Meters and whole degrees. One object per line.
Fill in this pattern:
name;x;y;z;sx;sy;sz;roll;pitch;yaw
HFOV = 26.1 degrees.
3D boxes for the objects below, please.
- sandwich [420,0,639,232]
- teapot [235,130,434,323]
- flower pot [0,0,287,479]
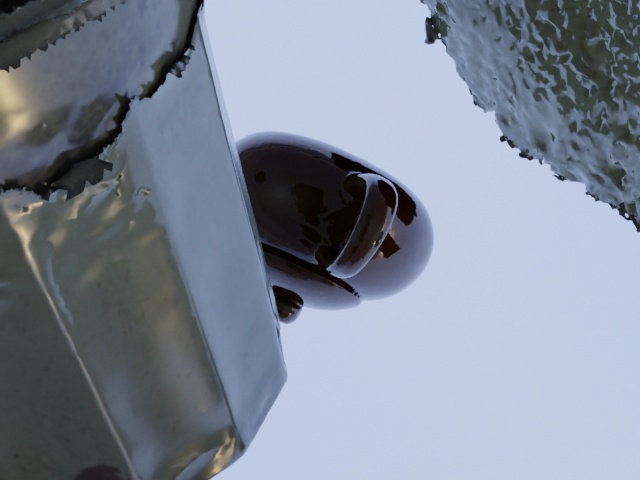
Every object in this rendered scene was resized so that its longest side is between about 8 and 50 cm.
sandwich;0.199;-0.177;1.023;0.131;0.262;0.325;-35;-131;-20
teapot;0.000;0.000;1.034;0.178;0.252;0.135;22;-96;-15
flower pot;-0.132;-0.021;0.587;0.290;0.290;0.259;-7;-58;20
